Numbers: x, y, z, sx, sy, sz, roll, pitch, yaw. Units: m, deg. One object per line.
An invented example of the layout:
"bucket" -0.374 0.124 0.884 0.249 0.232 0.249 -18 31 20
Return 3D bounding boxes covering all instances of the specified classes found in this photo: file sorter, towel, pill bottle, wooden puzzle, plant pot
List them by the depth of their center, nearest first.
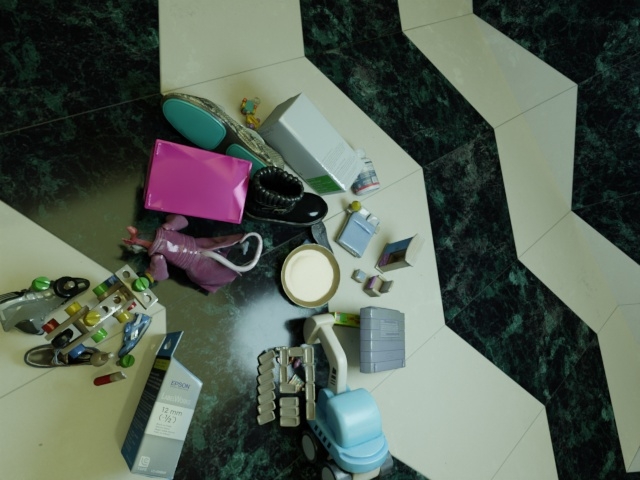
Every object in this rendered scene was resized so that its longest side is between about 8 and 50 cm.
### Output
"file sorter" -0.402 -0.187 1.380 0.291 0.182 0.202 9 96 -29
"wooden puzzle" -0.088 0.505 1.514 0.083 0.006 0.049 48 59 -11
"plant pot" -0.037 0.131 1.602 0.237 0.032 0.236 1 87 -23
"towel" -0.036 0.057 1.643 0.119 0.029 0.067 47 66 -13
"pill bottle" 0.174 -0.287 1.806 0.108 0.108 0.180 -17 86 -32

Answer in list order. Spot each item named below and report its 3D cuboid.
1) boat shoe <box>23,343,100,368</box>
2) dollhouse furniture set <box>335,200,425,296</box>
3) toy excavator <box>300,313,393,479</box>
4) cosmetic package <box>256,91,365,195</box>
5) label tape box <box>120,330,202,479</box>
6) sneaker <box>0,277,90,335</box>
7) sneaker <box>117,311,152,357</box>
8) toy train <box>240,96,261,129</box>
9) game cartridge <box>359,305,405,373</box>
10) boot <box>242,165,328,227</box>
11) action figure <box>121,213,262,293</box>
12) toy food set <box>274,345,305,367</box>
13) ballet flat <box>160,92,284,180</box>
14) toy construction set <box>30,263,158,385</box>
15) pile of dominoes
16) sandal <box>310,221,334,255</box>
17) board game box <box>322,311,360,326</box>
"boat shoe" -0.699 0.312 1.171 0.183 0.066 0.066 4 76 -30
"dollhouse furniture set" 0.204 0.017 1.694 0.303 0.198 0.286 38 62 -16
"toy excavator" 0.068 0.523 1.442 0.223 0.433 0.444 -3 111 -30
"cosmetic package" -0.032 -0.348 1.611 0.365 0.197 0.155 42 70 -24
"label tape box" -0.423 0.437 1.192 0.115 0.249 0.347 26 66 -22
"sneaker" -0.749 0.187 1.179 0.229 0.086 0.132 -16 110 -43
"sneaker" -0.559 0.278 1.273 0.059 0.053 0.144 34 58 -13
"toy train" -0.245 -0.467 1.648 0.125 0.046 0.166 -20 83 -48
"game cartridge" 0.236 0.368 1.611 0.355 0.068 0.230 22 62 -58
"boot" -0.094 -0.148 1.505 0.348 0.260 0.131 -3 71 -25
"action figure" -0.409 0.048 1.302 0.370 0.276 0.248 21 73 -39
"toy food set" -0.102 0.413 1.521 0.122 0.019 0.077 5 75 -29
"ballet flat" -0.327 -0.373 1.529 0.483 0.164 0.182 34 41 -25
"toy construction set" -0.540 0.207 1.113 0.257 0.237 0.308 -10 81 -56
"pile of dominoes" -0.113 0.488 1.446 0.196 0.040 0.251 -4 75 9
"sandal" 0.000 0.000 1.679 0.067 0.040 0.179 -28 107 -27
"board game box" 0.108 0.304 1.628 0.181 0.092 0.043 13 73 -27
